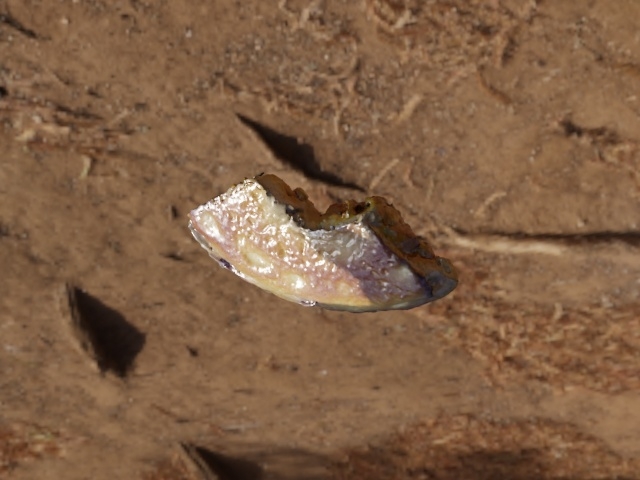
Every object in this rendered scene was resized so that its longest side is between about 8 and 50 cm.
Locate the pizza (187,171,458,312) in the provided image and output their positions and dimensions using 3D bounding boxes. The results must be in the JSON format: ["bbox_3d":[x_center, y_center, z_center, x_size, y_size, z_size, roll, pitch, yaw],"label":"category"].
[{"bbox_3d":[0.000,0.000,0.999,0.305,0.085,0.161,15,130,17],"label":"pizza"}]
